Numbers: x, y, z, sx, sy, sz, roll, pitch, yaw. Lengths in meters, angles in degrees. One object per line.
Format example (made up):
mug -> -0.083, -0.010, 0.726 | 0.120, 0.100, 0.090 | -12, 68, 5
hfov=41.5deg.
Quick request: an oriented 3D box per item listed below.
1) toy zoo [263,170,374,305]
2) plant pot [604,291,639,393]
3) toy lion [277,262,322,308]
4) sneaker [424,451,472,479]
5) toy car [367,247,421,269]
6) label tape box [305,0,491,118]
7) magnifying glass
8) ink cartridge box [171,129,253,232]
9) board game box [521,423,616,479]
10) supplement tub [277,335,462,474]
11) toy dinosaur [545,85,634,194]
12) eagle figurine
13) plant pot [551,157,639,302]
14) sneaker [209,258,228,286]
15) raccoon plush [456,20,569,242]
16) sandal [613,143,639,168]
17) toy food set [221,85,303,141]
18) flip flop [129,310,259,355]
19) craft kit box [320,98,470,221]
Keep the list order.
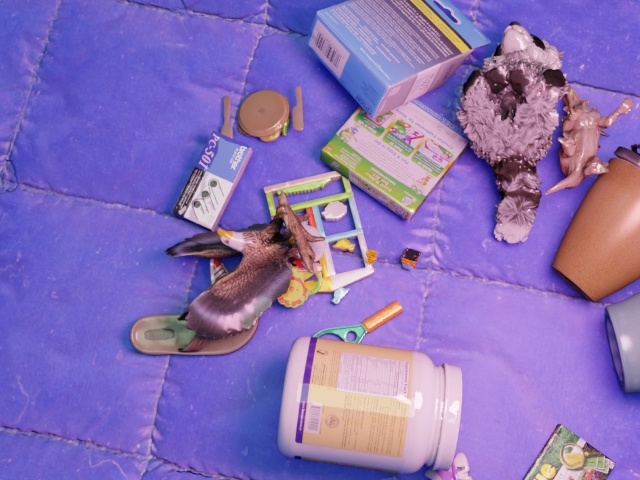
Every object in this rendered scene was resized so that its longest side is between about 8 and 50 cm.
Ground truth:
toy zoo -> 0.000, 0.000, 1.853 | 0.192, 0.030, 0.293 | -13, 74, -3
plant pot -> 0.713, 0.194, 1.686 | 0.255, 0.271, 0.272 | -11, 73, 12
toy lion -> -0.047, 0.096, 1.795 | 0.100, 0.034, 0.096 | 0, 81, 0
sneaker -> 0.261, 0.543, 1.666 | 0.104, 0.095, 0.236 | -11, 69, 4
toy car -> 0.157, 0.038, 1.835 | 0.122, 0.060, 0.040 | 9, 117, -3
label tape box -> 0.178, -0.448, 1.920 | 0.347, 0.115, 0.249 | -28, 69, -34
magnifying glass -> 0.074, 0.199, 1.797 | 0.231, 0.026, 0.092 | -31, 76, -9
ink cartridge box -> -0.238, -0.131, 1.875 | 0.097, 0.046, 0.207 | 23, 80, 6
board game box -> 0.468, 0.515, 1.701 | 0.136, 0.030, 0.260 | 34, 76, 12
supplement tub -> 0.094, 0.323, 1.648 | 0.331, 0.241, 0.241 | 8, 74, 2
toy dinosaur -> 0.561, -0.203, 1.828 | 0.127, 0.200, 0.296 | 20, 78, 5
eagle figurine -> -0.153, 0.034, 1.729 | 0.298, 0.226, 0.225 | -36, 107, 25
plant pot -> 0.615, 0.000, 1.769 | 0.237, 0.237, 0.254 | 42, 95, 11
sneaker -> -0.204, 0.073, 1.825 | 0.067, 0.042, 0.118 | -6, 80, 2
raccoon plush -> 0.421, -0.252, 1.885 | 0.216, 0.299, 0.446 | 15, 115, 15
sandal -> 0.687, -0.176, 1.796 | 0.097, 0.254, 0.054 | 41, 110, 19
toy food set -> -0.130, -0.285, 1.939 | 0.192, 0.038, 0.132 | -5, 68, 10
flip flop -> -0.265, 0.184, 1.773 | 0.277, 0.080, 0.112 | -4, 74, -1
craft kit box -> 0.170, -0.205, 1.885 | 0.250, 0.061, 0.246 | 36, 66, 10
